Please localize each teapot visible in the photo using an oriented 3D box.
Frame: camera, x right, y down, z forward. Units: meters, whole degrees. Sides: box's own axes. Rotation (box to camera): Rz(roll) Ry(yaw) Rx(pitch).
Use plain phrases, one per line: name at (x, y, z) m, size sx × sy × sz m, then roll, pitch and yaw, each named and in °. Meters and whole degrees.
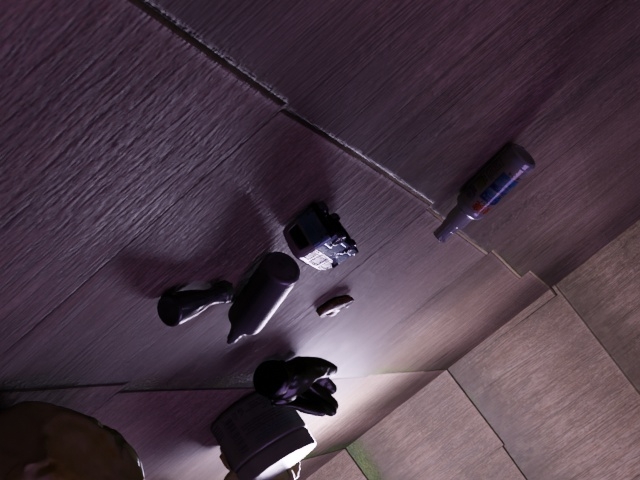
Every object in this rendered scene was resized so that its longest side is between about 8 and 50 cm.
teapot at (-0.158, 0.079, 1.165) m, size 0.110 × 0.043 × 0.043 m, roll -16°, pitch 153°, yaw -52°

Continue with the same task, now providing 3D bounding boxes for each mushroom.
mushroom at (0.030, 0.120, 1.647) m, size 0.101 × 0.019 × 0.049 m, roll -13°, pitch 152°, yaw -49°

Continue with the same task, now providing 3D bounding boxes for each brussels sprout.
brussels sprout at (-0.363, 0.362, 1.125) m, size 0.344 × 0.268 × 0.344 m, roll -28°, pitch 154°, yaw -15°

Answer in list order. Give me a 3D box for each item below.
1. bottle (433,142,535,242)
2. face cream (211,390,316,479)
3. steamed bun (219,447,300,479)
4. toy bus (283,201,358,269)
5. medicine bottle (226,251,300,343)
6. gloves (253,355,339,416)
bottle at (0.275, -0.076, 1.553) m, size 0.217 × 0.060 × 0.060 m, roll -45°, pitch 160°, yaw 30°
face cream at (-0.120, 0.408, 1.878) m, size 0.177 × 0.153 × 0.177 m, roll -31°, pitch 160°, yaw -12°
steamed bun at (-0.144, 0.512, 2.055) m, size 0.192 × 0.177 × 0.106 m, roll -35°, pitch 166°, yaw 10°
toy bus at (0.000, 0.000, 1.228) m, size 0.075 × 0.060 × 0.123 m, roll -34°, pitch 161°, yaw 8°
medicine bottle at (-0.095, 0.094, 1.292) m, size 0.057 × 0.058 × 0.199 m, roll -20°, pitch 156°, yaw -41°
gloves at (-0.042, 0.284, 1.792) m, size 0.135 × 0.107 × 0.268 m, roll -47°, pitch 144°, yaw 7°
